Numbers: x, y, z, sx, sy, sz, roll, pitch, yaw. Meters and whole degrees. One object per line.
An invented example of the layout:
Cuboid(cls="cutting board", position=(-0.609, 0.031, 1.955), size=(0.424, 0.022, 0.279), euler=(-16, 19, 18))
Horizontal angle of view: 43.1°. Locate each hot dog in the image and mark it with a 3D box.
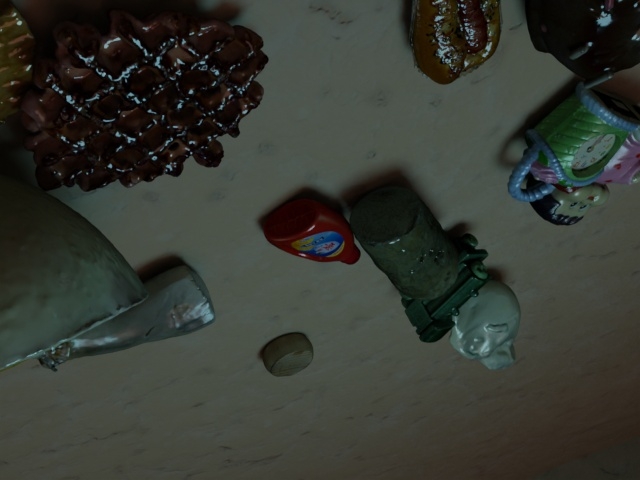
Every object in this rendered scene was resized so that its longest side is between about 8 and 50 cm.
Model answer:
Cuboid(cls="hot dog", position=(0.138, -0.234, 0.811), size=(0.108, 0.059, 0.191), euler=(-27, 147, -6))

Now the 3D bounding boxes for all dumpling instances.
Cuboid(cls="dumpling", position=(0.278, 0.143, 1.377), size=(0.124, 0.151, 0.229), euler=(-15, 161, 40))

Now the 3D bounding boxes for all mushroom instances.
Cuboid(cls="mushroom", position=(-0.245, 0.099, 1.008), size=(0.223, 0.081, 0.092), euler=(-16, 165, -11))

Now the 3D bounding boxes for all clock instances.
Cuboid(cls="clock", position=(0.349, -0.109, 1.104), size=(0.194, 0.100, 0.195), euler=(8, 132, -37))

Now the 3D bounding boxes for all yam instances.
Cuboid(cls="yam", position=(0.114, 0.002, 1.088), size=(0.107, 0.107, 0.194), euler=(-32, 146, 9))

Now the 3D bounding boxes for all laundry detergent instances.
Cuboid(cls="laundry detergent", position=(0.000, 0.000, 1.061), size=(0.097, 0.049, 0.165), euler=(-19, 153, 22))

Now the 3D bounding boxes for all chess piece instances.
Cuboid(cls="chess piece", position=(-0.052, 0.185, 1.305), size=(0.083, 0.038, 0.084), euler=(-16, 146, -11))

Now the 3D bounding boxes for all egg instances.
Cuboid(cls="egg", position=(-0.334, 0.035, 0.721), size=(0.337, 0.201, 0.337), euler=(-22, -173, 3))

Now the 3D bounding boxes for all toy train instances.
Cuboid(cls="toy train", position=(0.191, 0.068, 1.238), size=(0.071, 0.111, 0.170), euler=(0, 140, -42))

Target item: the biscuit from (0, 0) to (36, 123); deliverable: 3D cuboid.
Cuboid(cls="biscuit", position=(-0.334, -0.118, 0.668), size=(0.224, 0.033, 0.144), euler=(-24, 152, -5))

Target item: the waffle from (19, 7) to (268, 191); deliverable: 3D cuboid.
Cuboid(cls="waffle", position=(-0.158, -0.126, 0.751), size=(0.234, 0.055, 0.221), euler=(-12, 149, -29))

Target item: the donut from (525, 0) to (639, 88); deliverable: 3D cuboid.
Cuboid(cls="donut", position=(0.375, -0.314, 0.791), size=(0.345, 0.136, 0.259), euler=(-24, 151, -5))
